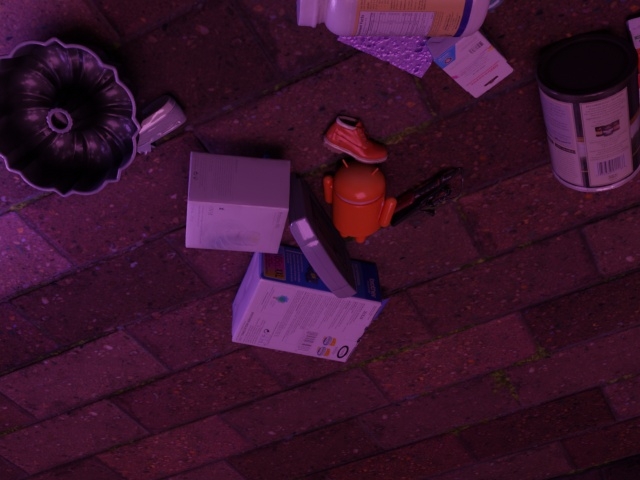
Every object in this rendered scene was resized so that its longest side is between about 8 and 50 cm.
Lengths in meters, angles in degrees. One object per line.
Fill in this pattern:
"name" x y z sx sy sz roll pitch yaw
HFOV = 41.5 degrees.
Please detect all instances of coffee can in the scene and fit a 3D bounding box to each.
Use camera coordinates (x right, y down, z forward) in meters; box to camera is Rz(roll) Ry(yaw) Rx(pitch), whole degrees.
"coffee can" 0.577 -0.269 1.802 0.201 0.202 0.275 -15 135 10

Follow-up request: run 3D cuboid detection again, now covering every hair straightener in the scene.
"hair straightener" 0.260 -0.102 2.066 0.230 0.047 0.089 -35 128 22

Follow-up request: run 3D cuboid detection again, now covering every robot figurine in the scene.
"robot figurine" 0.091 -0.097 1.992 0.128 0.158 0.219 -18 138 -17

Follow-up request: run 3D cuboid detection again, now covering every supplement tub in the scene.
"supplement tub" 0.125 -0.488 1.520 0.331 0.241 0.241 0 135 -4

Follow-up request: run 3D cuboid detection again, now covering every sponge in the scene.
"sponge" 0.149 -0.423 1.735 0.210 0.031 0.117 19 131 -22

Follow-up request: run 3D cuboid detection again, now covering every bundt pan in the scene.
"bundt pan" -0.512 -0.264 1.736 0.330 0.124 0.331 3 115 6

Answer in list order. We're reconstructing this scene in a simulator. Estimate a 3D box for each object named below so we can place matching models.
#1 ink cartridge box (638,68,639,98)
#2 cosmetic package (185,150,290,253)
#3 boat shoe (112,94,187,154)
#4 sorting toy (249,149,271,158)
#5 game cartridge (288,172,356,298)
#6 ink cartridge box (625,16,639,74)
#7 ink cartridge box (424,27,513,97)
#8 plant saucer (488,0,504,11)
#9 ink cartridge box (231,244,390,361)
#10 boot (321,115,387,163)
"ink cartridge box" 0.740 -0.329 1.844 0.127 0.072 0.175 -15 134 10
"cosmetic package" -0.192 -0.081 1.941 0.224 0.138 0.224 3 152 -8
"boat shoe" -0.390 -0.228 1.858 0.227 0.079 0.081 -31 125 20
"sorting toy" -0.129 -0.179 1.961 0.102 0.042 0.061 0 152 -21
"game cartridge" 0.000 0.000 2.033 0.062 0.198 0.297 -20 133 16
"ink cartridge box" 0.678 -0.407 1.746 0.062 0.029 0.115 -15 94 11
"ink cartridge box" 0.309 -0.380 1.747 0.104 0.062 0.181 -36 143 22
"plant saucer" 0.323 -0.499 1.679 0.119 0.021 0.119 -2 136 -2
"ink cartridge box" -0.013 0.173 2.240 0.395 0.151 0.270 14 133 -15
"boot" 0.091 -0.228 1.912 0.157 0.059 0.085 16 127 -18
